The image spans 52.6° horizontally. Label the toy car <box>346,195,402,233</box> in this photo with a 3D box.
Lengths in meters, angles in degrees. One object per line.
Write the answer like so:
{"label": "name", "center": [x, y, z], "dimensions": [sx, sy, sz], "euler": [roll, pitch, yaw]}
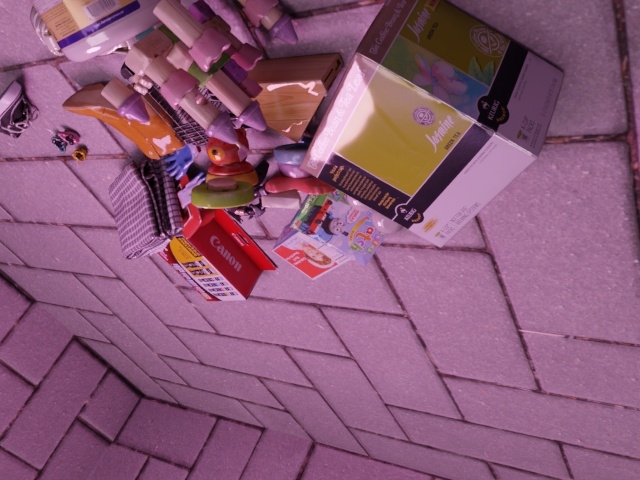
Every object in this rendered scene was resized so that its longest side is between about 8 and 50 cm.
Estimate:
{"label": "toy car", "center": [0.142, -0.115, 1.412], "dimensions": [0.182, 0.159, 0.136], "euler": [40, 112, -19]}

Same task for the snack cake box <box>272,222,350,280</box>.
{"label": "snack cake box", "center": [0.000, 0.000, 1.718], "dimensions": [0.152, 0.089, 0.264], "euler": [35, 148, -15]}

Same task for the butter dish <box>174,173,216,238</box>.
{"label": "butter dish", "center": [-0.338, -0.104, 1.813], "dimensions": [0.160, 0.118, 0.160], "euler": [-37, 70, 57]}

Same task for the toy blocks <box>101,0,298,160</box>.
{"label": "toy blocks", "center": [-0.196, -0.294, 1.202], "dimensions": [0.260, 0.288, 0.309], "euler": [42, 130, -13]}

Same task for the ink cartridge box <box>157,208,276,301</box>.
{"label": "ink cartridge box", "center": [-0.336, 0.045, 2.006], "dimensions": [0.272, 0.130, 0.309], "euler": [-7, 134, 43]}

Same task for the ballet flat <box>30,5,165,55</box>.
{"label": "ballet flat", "center": [-0.522, -0.460, 1.409], "dimensions": [0.400, 0.139, 0.139], "euler": [10, 144, 28]}

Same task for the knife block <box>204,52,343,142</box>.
{"label": "knife block", "center": [-0.111, -0.323, 1.331], "dimensions": [0.242, 0.088, 0.275], "euler": [31, 149, -5]}

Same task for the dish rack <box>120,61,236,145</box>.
{"label": "dish rack", "center": [-0.319, -0.335, 1.498], "dimensions": [0.208, 0.074, 0.271], "euler": [-3, 139, 42]}

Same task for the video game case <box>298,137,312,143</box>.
{"label": "video game case", "center": [0.003, -0.170, 1.538], "dimensions": [0.119, 0.015, 0.166], "euler": [18, 147, 15]}

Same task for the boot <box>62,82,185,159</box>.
{"label": "boot", "center": [-0.504, -0.296, 1.663], "dimensions": [0.295, 0.104, 0.211], "euler": [3, 141, 30]}

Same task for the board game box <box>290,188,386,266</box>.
{"label": "board game box", "center": [0.058, -0.052, 1.547], "dimensions": [0.212, 0.039, 0.160], "euler": [28, 113, -12]}

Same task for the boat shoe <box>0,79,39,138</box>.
{"label": "boat shoe", "center": [-0.875, -0.359, 1.853], "dimensions": [0.105, 0.113, 0.306], "euler": [34, 152, -23]}

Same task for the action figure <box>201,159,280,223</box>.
{"label": "action figure", "center": [-0.198, -0.131, 1.681], "dimensions": [0.185, 0.099, 0.285], "euler": [37, 152, -28]}

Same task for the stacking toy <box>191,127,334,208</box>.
{"label": "stacking toy", "center": [-0.129, -0.164, 1.373], "dimensions": [0.309, 0.279, 0.130], "euler": [1, 108, 12]}

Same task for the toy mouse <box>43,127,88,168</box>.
{"label": "toy mouse", "center": [-0.752, -0.296, 1.924], "dimensions": [0.143, 0.031, 0.161], "euler": [39, 147, -19]}

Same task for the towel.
{"label": "towel", "center": [-0.503, -0.085, 1.831], "dimensions": [0.121, 0.235, 0.284], "euler": [-8, 169, -34]}

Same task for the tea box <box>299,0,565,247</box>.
{"label": "tea box", "center": [0.181, -0.208, 1.146], "dimensions": [0.324, 0.220, 0.329], "euler": [29, 149, -4]}

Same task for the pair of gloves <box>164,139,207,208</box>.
{"label": "pair of gloves", "center": [-0.344, -0.171, 1.692], "dimensions": [0.159, 0.023, 0.198], "euler": [-25, 80, 44]}

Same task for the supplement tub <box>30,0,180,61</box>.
{"label": "supplement tub", "center": [-0.423, -0.509, 1.127], "dimensions": [0.241, 0.241, 0.331], "euler": [-4, 124, 41]}
